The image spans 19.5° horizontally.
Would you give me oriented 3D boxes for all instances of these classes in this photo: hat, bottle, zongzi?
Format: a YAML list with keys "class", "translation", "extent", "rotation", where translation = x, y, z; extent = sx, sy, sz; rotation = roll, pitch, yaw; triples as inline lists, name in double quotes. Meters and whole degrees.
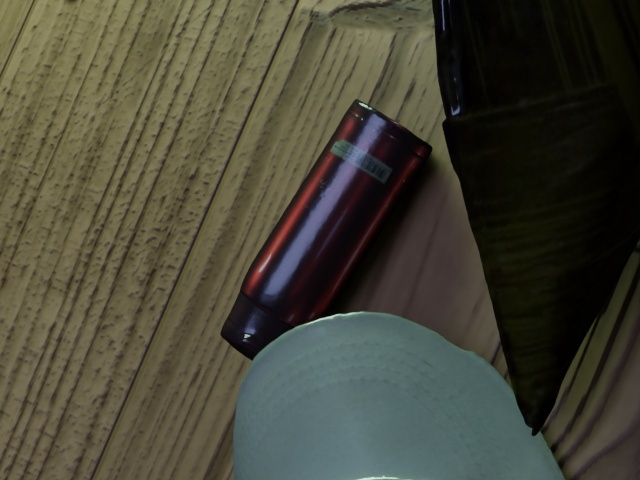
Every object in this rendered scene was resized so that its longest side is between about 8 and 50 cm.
- class: "hat"
  translation: [0.012, 0.169, 0.939]
  extent: [0.258, 0.168, 0.301]
  rotation: [-32, 55, 22]
- class: "bottle"
  translation: [0.000, 0.000, 1.095]
  extent: [0.060, 0.060, 0.164]
  rotation: [35, 94, 41]
- class: "zongzi"
  translation: [0.230, -0.148, 0.921]
  extent: [0.403, 0.208, 0.432]
  rotation: [-13, 81, 22]
